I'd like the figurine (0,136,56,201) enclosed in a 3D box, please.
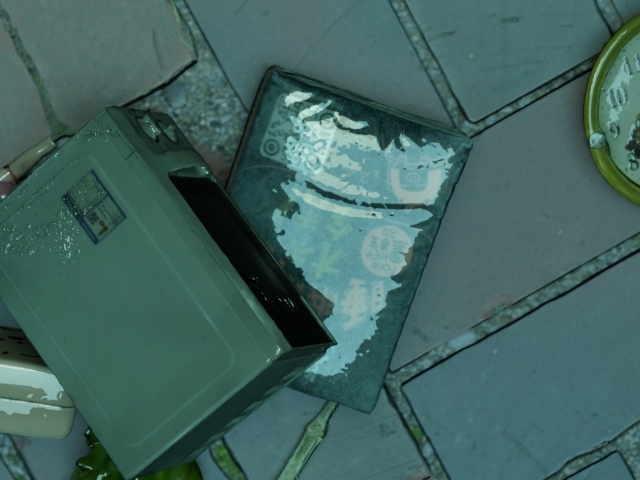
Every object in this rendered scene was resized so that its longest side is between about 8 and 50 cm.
[{"bbox_3d":[-0.337,-0.030,1.955,0.187,0.083,0.083,-43,105,-11],"label":"figurine"}]

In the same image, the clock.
[{"bbox_3d":[0.387,-0.145,2.038,0.237,0.057,0.237,-2,102,-10],"label":"clock"}]

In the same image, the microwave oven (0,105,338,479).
[{"bbox_3d":[-0.164,0.049,1.863,0.237,0.181,0.295,-40,78,16],"label":"microwave oven"}]

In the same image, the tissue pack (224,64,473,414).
[{"bbox_3d":[0.000,0.000,1.977,0.228,0.103,0.316,20,98,-1],"label":"tissue pack"}]

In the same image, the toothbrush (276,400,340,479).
[{"bbox_3d":[-0.020,0.236,2.073,0.026,0.028,0.294,32,96,-8],"label":"toothbrush"}]

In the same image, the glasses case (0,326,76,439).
[{"bbox_3d":[-0.414,0.126,1.932,0.336,0.144,0.076,10,102,-11],"label":"glasses case"}]

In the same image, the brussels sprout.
[{"bbox_3d":[-0.189,0.270,2.024,0.139,0.100,0.181,-43,88,-14],"label":"brussels sprout"}]
